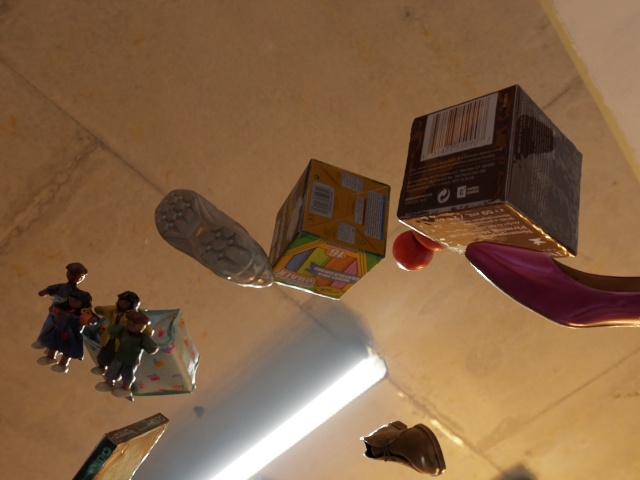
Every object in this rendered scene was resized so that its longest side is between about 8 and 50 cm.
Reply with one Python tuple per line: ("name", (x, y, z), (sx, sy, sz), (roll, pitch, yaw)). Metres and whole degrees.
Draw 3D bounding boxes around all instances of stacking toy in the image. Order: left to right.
("stacking toy", (0.264, -0.058, 1.011), (0.141, 0.141, 0.330), (22, -51, -20))

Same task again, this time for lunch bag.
("lunch bag", (-0.481, 0.305, 1.321), (0.262, 0.160, 0.223), (-5, -51, 1))

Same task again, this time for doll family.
("doll family", (-0.264, 0.095, 0.579), (0.193, 0.076, 0.111), (17, -89, 9))

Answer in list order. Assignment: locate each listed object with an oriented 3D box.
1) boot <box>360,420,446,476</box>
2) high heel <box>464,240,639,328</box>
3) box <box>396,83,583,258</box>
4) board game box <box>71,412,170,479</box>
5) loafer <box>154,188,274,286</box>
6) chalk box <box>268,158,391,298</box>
("boot", (0.180, 0.476, 1.123), (0.115, 0.305, 0.112), (-8, -103, -16))
("high heel", (0.248, 0.025, 0.398), (0.244, 0.082, 0.117), (26, -70, 16))
("box", (0.245, -0.079, 0.708), (0.203, 0.168, 0.167), (25, -112, -36))
("board game box", (-0.286, 0.312, 0.692), (0.026, 0.186, 0.126), (34, -97, 9))
("loafer", (-0.202, -0.003, 0.910), (0.112, 0.319, 0.111), (-50, -42, -6))
("chalk box", (0.000, 0.000, 1.050), (0.179, 0.180, 0.289), (17, -31, -14))
